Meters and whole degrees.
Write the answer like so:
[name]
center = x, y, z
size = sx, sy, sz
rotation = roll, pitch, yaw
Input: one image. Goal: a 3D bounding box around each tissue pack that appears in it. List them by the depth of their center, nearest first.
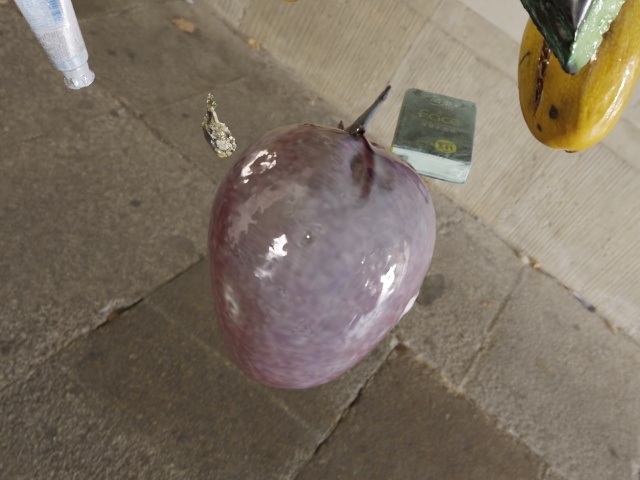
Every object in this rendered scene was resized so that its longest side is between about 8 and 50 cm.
[tissue pack]
center = 0.268, -0.250, 1.587
size = 0.185, 0.081, 0.257
rotation = 15, 45, 3

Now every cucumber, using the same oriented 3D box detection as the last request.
[cucumber]
center = 0.208, -0.257, 0.575
size = 0.085, 0.115, 0.193
rotation = -2, 64, -52

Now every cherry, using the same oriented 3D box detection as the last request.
[cherry]
center = 0.000, 0.000, 0.556
size = 0.183, 0.266, 0.213
rotation = 27, 11, 16

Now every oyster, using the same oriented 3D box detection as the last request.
[oyster]
center = -0.207, -0.216, 1.332
size = 0.051, 0.148, 0.103
rotation = -27, 47, -6

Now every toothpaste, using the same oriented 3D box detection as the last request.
[toothpaste]
center = -0.414, -0.337, 1.038
size = 0.089, 0.234, 0.057
rotation = -23, 60, -12

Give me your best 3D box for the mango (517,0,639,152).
[mango]
center = 0.331, -0.257, 0.850
size = 0.120, 0.295, 0.177
rotation = -8, 27, -14
